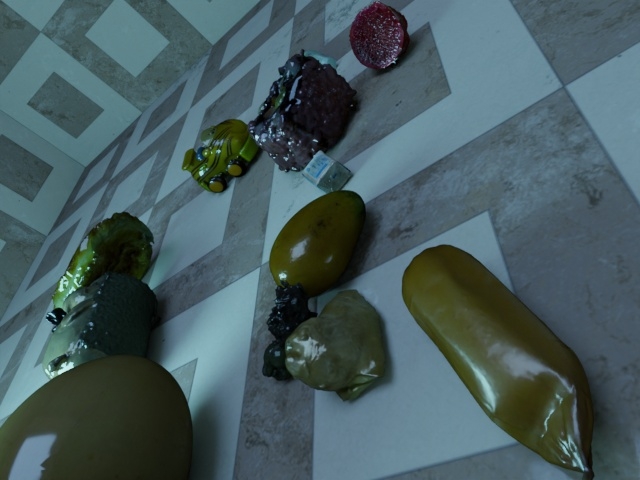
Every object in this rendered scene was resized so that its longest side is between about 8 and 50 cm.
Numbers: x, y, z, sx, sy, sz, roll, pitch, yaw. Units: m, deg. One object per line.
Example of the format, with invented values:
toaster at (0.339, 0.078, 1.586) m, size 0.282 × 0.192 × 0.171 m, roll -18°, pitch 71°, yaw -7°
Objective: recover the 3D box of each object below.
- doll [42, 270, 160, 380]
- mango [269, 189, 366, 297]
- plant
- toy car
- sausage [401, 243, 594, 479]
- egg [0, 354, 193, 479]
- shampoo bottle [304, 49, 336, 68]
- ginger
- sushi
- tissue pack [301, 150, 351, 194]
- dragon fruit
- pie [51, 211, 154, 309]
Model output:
doll at (-0.522, 0.219, 1.188) m, size 0.247 × 0.247 × 0.349 m, roll -33°, pitch 27°, yaw 25°
mango at (-0.005, 0.002, 0.888) m, size 0.152 × 0.120 × 0.221 m, roll -4°, pitch 48°, yaw 45°
plant at (-0.055, 0.151, 0.811) m, size 0.085 × 0.087 × 0.174 m, roll 29°, pitch 112°, yaw 46°
toy car at (-0.301, -0.265, 1.482) m, size 0.248 × 0.142 × 0.200 m, roll -35°, pitch 36°, yaw 25°
sausage at (0.193, 0.118, 0.544) m, size 0.112 × 0.112 × 0.328 m, roll -44°, pitch 34°, yaw 10°
egg at (-0.360, 0.358, 0.788) m, size 0.301 × 0.301 × 0.373 m, roll -19°, pitch 43°, yaw 39°
shampoo bottle at (-0.008, -0.532, 1.489) m, size 0.069 × 0.041 × 0.191 m, roll -45°, pitch 33°, yaw -1°
ginger at (0.009, 0.137, 0.746) m, size 0.115 × 0.123 × 0.193 m, roll -57°, pitch 21°, yaw 29°
sushi at (-0.060, -0.307, 1.211) m, size 0.237 × 0.171 × 0.270 m, roll 4°, pitch 66°, yaw 52°
tissue pack at (0.012, -0.142, 1.061) m, size 0.074 × 0.059 × 0.094 m, roll -49°, pitch 32°, yaw 5°
dragon fruit at (0.161, -0.489, 1.200) m, size 0.153 × 0.153 × 0.111 m, roll -11°, pitch 16°, yaw 45°
pie at (-0.606, 0.080, 1.407) m, size 0.354 × 0.103 × 0.288 m, roll -60°, pitch -10°, yaw 17°
